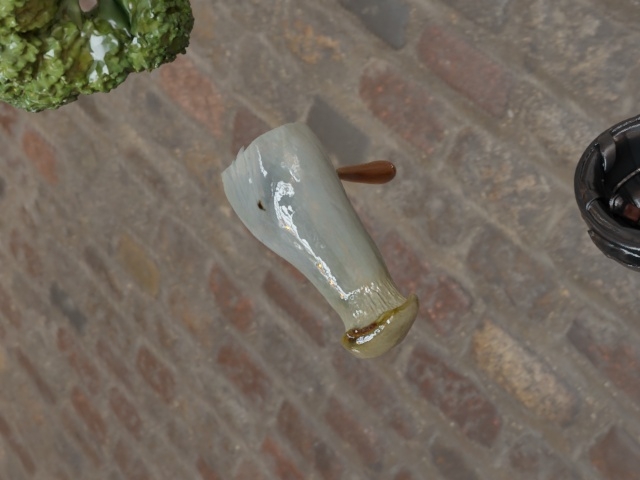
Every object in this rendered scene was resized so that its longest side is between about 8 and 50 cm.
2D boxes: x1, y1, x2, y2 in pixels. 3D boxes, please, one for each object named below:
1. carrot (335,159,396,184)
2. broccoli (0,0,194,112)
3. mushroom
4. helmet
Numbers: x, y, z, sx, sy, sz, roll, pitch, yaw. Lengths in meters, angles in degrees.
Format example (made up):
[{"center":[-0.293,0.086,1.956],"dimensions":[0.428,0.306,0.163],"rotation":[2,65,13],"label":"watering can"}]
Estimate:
[{"center":[0.061,-0.093,1.448],"dimensions":[0.035,0.142,0.035],"rotation":[6,99,41],"label":"carrot"},{"center":[-0.240,-0.249,0.964],"dimensions":[0.302,0.186,0.254],"rotation":[-39,94,19],"label":"broccoli"},{"center":[0.000,0.000,1.312],"dimensions":[0.328,0.122,0.159],"rotation":[56,158,12],"label":"mushroom"},{"center":[0.488,-0.043,1.485],"dimensions":[0.231,0.278,0.160],"rotation":[-10,143,18],"label":"helmet"}]
